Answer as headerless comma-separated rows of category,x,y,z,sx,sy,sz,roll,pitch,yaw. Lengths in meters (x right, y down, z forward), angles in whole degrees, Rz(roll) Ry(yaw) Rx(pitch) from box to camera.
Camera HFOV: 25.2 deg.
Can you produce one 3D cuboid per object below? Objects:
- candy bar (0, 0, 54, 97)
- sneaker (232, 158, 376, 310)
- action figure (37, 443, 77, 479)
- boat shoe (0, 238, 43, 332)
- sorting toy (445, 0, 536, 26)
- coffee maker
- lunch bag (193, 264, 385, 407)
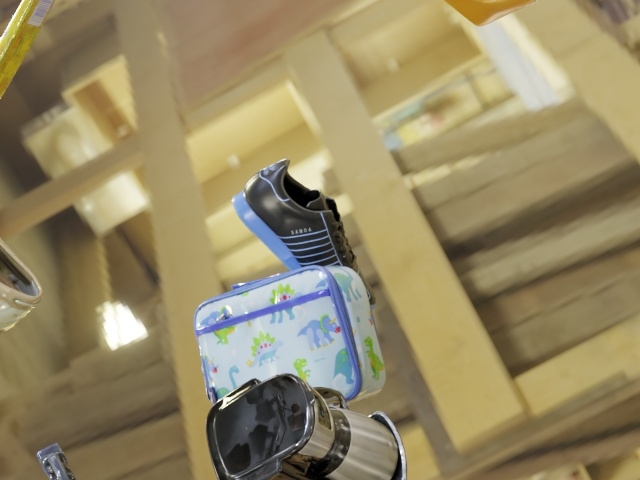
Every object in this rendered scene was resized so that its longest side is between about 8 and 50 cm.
candy bar,-0.279,-0.187,1.317,0.018,0.161,0.040,36,-167,21
sneaker,0.000,0.000,1.770,0.232,0.090,0.081,43,-157,-17
action figure,-0.309,0.420,1.653,0.330,0.179,0.341,112,133,-80
boat shoe,-0.442,-0.017,1.685,0.285,0.089,0.104,45,-138,-13
sorting toy,0.000,-0.227,0.718,0.348,0.196,0.047,42,-132,-42
coffee maker,-0.027,0.221,1.403,0.178,0.171,0.120,31,-171,-47
lunch bag,-0.042,0.125,1.700,0.090,0.219,0.176,-1,-104,-59
